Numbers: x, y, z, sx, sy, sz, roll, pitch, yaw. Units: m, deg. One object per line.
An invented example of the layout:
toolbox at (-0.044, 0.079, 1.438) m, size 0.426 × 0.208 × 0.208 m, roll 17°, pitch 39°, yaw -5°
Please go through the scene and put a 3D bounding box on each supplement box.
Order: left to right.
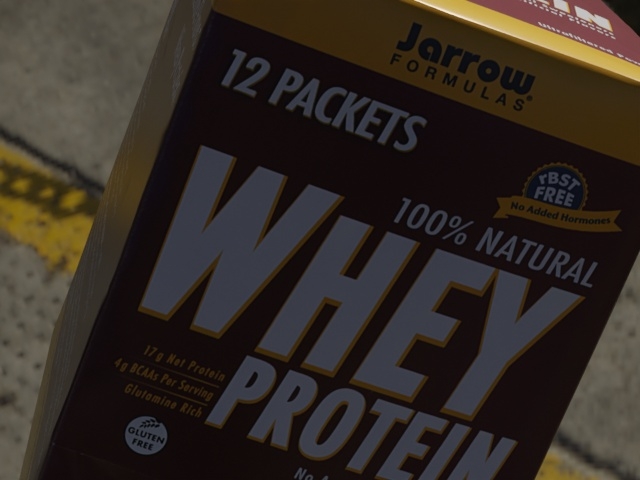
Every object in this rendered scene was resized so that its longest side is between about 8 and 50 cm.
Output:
supplement box at (0.000, 0.000, 0.551) m, size 0.129 × 0.194 × 0.191 m, roll 19°, pitch 17°, yaw -10°
